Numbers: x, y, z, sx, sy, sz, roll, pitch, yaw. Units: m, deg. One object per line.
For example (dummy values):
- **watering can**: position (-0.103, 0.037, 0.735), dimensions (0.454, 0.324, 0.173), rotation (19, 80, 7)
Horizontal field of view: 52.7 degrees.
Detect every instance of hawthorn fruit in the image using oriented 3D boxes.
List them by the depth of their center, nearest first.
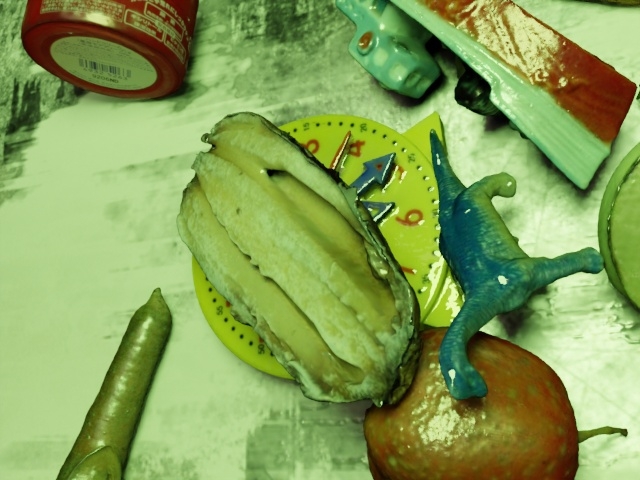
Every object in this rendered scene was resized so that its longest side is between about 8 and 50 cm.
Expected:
- **hawthorn fruit**: position (0.138, 0.145, 0.499), dimensions (0.204, 0.162, 0.162), rotation (5, 76, 16)

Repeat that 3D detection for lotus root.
- **lotus root**: position (-0.013, 0.006, 0.556), dimensions (0.329, 0.078, 0.167), rotation (48, 118, 40)

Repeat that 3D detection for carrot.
- **carrot**: position (-0.229, 0.212, 0.686), dimensions (0.070, 0.070, 0.342), rotation (15, 79, 26)

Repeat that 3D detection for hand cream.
- **hand cream**: position (-0.245, -0.260, 0.765), dimensions (0.193, 0.193, 0.125), rotation (1, 74, 24)

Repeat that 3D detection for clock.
- **clock**: position (-0.003, -0.001, 0.647), dimensions (0.294, 0.071, 0.277), rotation (-17, 68, 17)

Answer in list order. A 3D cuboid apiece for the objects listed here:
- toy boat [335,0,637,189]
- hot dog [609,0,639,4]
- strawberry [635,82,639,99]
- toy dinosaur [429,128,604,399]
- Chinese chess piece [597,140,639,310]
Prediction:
- **toy boat**: position (0.137, -0.168, 0.607), dimensions (0.332, 0.145, 0.133), rotation (49, 118, 30)
- **hot dog**: position (0.262, -0.274, 0.632), dimensions (0.165, 0.045, 0.071), rotation (23, 82, 28)
- **strawberry**: position (0.371, -0.153, 0.529), dimensions (0.192, 0.085, 0.140), rotation (10, 76, 24)
- **toy dinosaur**: position (0.106, 0.003, 0.516), dimensions (0.247, 0.188, 0.075), rotation (57, 141, 32)
- **Chinese chess piece**: position (0.312, -0.009, 0.490), dimensions (0.189, 0.083, 0.188), rotation (1, 92, 26)
